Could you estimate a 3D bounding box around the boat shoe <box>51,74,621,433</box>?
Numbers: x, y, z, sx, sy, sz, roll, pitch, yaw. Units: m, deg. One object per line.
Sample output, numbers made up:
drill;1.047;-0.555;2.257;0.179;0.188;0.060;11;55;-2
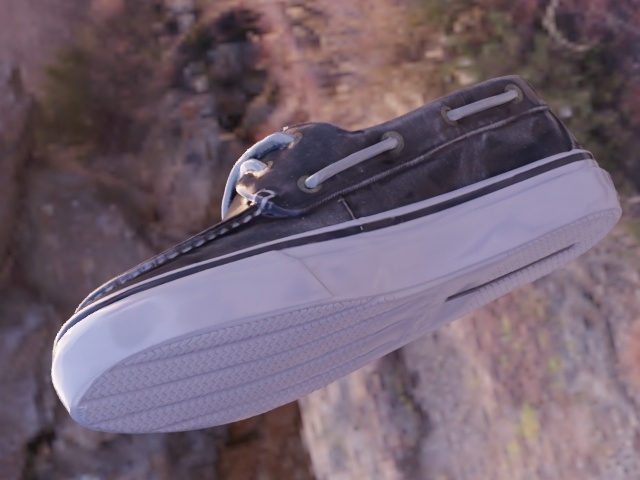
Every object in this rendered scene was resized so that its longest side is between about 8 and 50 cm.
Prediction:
boat shoe;0.000;0.000;0.863;0.119;0.335;0.121;58;145;20
